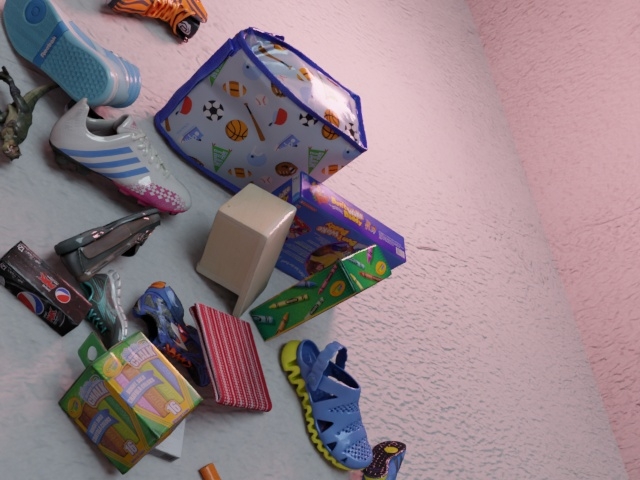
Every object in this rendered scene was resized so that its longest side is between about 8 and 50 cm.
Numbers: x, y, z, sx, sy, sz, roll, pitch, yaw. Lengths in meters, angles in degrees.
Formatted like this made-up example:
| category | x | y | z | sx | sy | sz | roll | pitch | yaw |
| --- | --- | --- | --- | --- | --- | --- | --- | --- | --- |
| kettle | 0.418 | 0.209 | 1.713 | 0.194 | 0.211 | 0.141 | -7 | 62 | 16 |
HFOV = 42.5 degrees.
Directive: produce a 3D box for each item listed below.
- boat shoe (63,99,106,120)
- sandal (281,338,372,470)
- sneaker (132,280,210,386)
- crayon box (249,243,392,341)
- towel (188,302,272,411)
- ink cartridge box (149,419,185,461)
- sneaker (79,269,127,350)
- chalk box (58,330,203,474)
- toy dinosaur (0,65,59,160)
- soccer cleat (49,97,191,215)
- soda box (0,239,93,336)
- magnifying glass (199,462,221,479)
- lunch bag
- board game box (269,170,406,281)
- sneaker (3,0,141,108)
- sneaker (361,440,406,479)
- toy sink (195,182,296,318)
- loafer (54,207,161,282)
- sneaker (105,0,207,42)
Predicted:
| category | x | y | z | sx | sy | sz | roll | pitch | yaw |
| --- | --- | --- | --- | --- | --- | --- | --- | --- | --- |
| boat shoe | -0.464 | -0.239 | 1.699 | 0.142 | 0.040 | 0.049 | 39 | 37 | -25 |
| sandal | 0.033 | 0.346 | 1.783 | 0.126 | 0.138 | 0.317 | -19 | 81 | -58 |
| sneaker | -0.283 | 0.190 | 1.566 | 0.087 | 0.083 | 0.221 | -36 | 94 | -37 |
| crayon box | 0.000 | 0.115 | 1.796 | 0.165 | 0.278 | 0.081 | -21 | 82 | -56 |
| towel | -0.171 | 0.235 | 1.605 | 0.275 | 0.031 | 0.199 | 42 | 28 | -68 |
| ink cartridge box | -0.278 | 0.334 | 1.485 | 0.063 | 0.029 | 0.115 | 33 | 40 | -32 |
| sneaker | -0.397 | 0.132 | 1.483 | 0.076 | 0.065 | 0.166 | 2 | 58 | -33 |
| chalk box | -0.332 | 0.251 | 1.374 | 0.213 | 0.132 | 0.132 | 45 | 34 | 5 |
| toy dinosaur | -0.581 | -0.253 | 1.547 | 0.118 | 0.064 | 0.268 | 44 | 33 | -31 |
| soccer cleat | -0.372 | -0.164 | 1.642 | 0.331 | 0.143 | 0.116 | 28 | 15 | -37 |
| soda box | -0.478 | 0.084 | 1.408 | 0.169 | 0.053 | 0.060 | 46 | 36 | -17 |
| magnifying glass | -0.159 | 0.517 | 1.500 | 0.092 | 0.026 | 0.231 | -17 | 79 | -56 |
| lunch bag | -0.138 | -0.285 | 1.899 | 0.385 | 0.328 | 0.239 | 28 | 39 | -35 |
| board game box | 0.000 | 0.000 | 1.931 | 0.347 | 0.233 | 0.078 | 31 | 42 | -35 |
| sneaker | -0.506 | -0.387 | 1.716 | 0.319 | 0.127 | 0.208 | 49 | 13 | 10 |
| sneaker | 0.143 | 0.523 | 1.859 | 0.209 | 0.069 | 0.082 | -32 | 123 | -65 |
| toy sink | -0.169 | 0.021 | 1.765 | 0.131 | 0.234 | 0.153 | 29 | 34 | 9 |
| loafer | -0.390 | 0.008 | 1.553 | 0.267 | 0.096 | 0.084 | -31 | 100 | -60 |
| sneaker | -0.376 | -0.572 | 2.008 | 0.180 | 0.124 | 0.321 | 53 | 34 | -6 |
